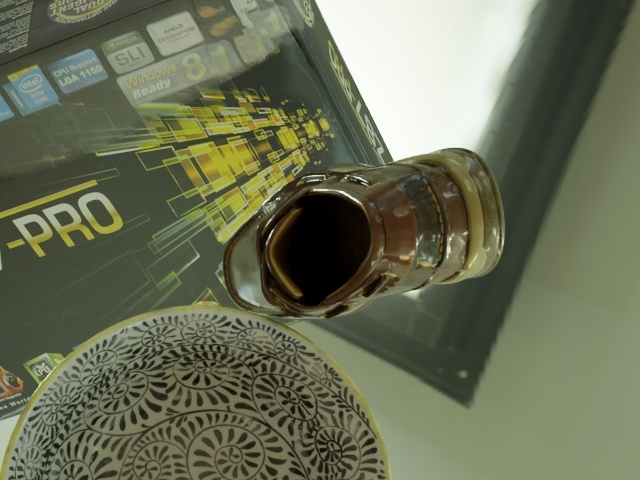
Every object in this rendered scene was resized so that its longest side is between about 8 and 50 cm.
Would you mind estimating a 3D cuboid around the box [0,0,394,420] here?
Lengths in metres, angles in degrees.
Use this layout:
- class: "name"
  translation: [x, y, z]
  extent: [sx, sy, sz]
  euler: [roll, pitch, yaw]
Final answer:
- class: "box"
  translation: [-0.156, -0.040, 1.131]
  extent: [0.394, 0.318, 0.097]
  euler: [-18, -139, 12]

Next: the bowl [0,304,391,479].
- class: "bowl"
  translation: [-0.059, 0.117, 0.688]
  extent: [0.170, 0.080, 0.170]
  euler: [2, -98, -12]

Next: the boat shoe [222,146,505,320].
- class: "boat shoe"
  translation: [0.000, 0.000, 0.629]
  extent: [0.178, 0.060, 0.064]
  euler: [-16, -95, 58]
